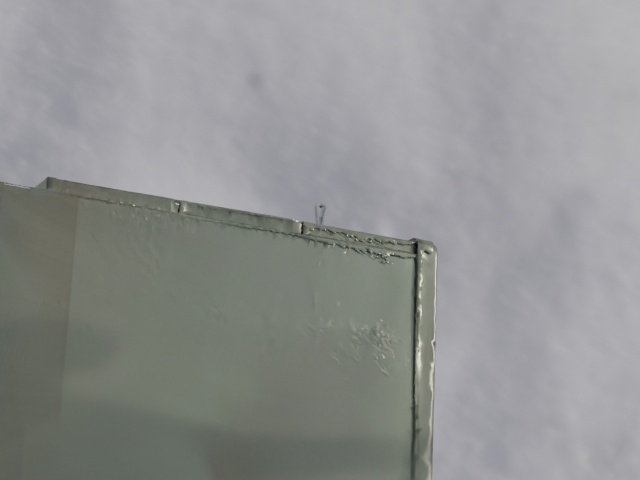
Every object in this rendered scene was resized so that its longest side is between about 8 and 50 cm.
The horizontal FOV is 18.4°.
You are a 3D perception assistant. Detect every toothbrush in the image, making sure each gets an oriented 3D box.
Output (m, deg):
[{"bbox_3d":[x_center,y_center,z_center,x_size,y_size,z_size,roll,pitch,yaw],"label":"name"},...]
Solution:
[{"bbox_3d":[0.000,0.000,1.499,0.011,0.131,0.013,17,115,-8],"label":"toothbrush"}]

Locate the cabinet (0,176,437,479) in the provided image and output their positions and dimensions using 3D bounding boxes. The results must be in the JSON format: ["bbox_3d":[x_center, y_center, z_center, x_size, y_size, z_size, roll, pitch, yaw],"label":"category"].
[{"bbox_3d":[-0.074,0.066,0.886,0.206,0.145,0.150,10,73,-25],"label":"cabinet"}]
